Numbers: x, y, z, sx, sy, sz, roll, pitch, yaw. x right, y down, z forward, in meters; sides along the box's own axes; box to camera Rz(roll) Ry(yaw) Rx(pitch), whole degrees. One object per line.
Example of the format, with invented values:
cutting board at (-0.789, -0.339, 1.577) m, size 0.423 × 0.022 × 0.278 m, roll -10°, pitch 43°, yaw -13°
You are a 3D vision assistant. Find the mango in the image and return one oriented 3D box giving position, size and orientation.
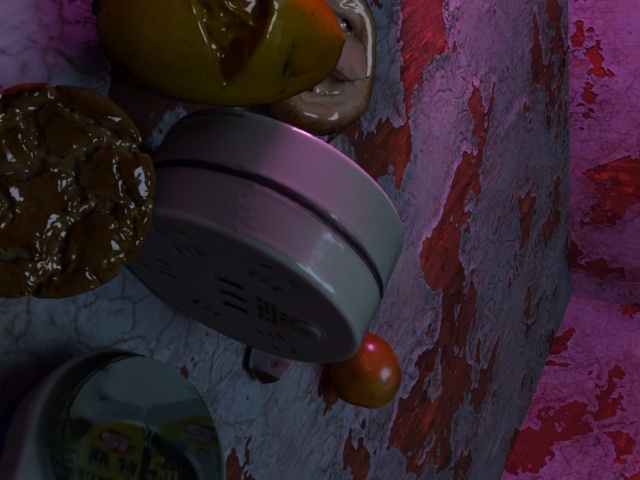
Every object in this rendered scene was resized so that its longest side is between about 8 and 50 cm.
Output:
mango at (-0.102, -0.257, 0.845) m, size 0.365 × 0.253 × 0.182 m, roll -16°, pitch 116°, yaw -54°

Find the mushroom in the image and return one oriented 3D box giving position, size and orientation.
mushroom at (-0.007, -0.300, 1.112) m, size 0.278 × 0.146 × 0.278 m, roll -14°, pitch 109°, yaw -47°

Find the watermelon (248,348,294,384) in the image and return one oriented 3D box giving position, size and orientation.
watermelon at (-0.077, 0.193, 1.193) m, size 0.084 × 0.072 × 0.092 m, roll -63°, pitch 145°, yaw -59°

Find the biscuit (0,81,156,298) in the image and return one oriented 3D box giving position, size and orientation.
biscuit at (-0.271, -0.047, 0.698) m, size 0.042 × 0.226 × 0.225 m, roll -165°, pitch -97°, yaw -77°

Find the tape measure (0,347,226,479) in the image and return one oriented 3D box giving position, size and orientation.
tape measure at (-0.227, 0.257, 0.782) m, size 0.259 × 0.138 × 0.262 m, roll 32°, pitch 46°, yaw -36°

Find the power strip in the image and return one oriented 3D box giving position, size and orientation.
power strip at (-0.088, 0.004, 0.881) m, size 0.161 × 0.357 × 0.357 m, roll -64°, pitch 145°, yaw -26°

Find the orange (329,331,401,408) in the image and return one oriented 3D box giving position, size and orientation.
orange at (0.086, 0.263, 1.414) m, size 0.136 × 0.159 × 0.159 m, roll -20°, pitch 120°, yaw -19°

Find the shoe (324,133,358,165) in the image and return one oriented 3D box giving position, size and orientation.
shoe at (-0.002, -0.118, 1.191) m, size 0.227 × 0.126 × 0.099 m, roll -2°, pitch 87°, yaw -78°
